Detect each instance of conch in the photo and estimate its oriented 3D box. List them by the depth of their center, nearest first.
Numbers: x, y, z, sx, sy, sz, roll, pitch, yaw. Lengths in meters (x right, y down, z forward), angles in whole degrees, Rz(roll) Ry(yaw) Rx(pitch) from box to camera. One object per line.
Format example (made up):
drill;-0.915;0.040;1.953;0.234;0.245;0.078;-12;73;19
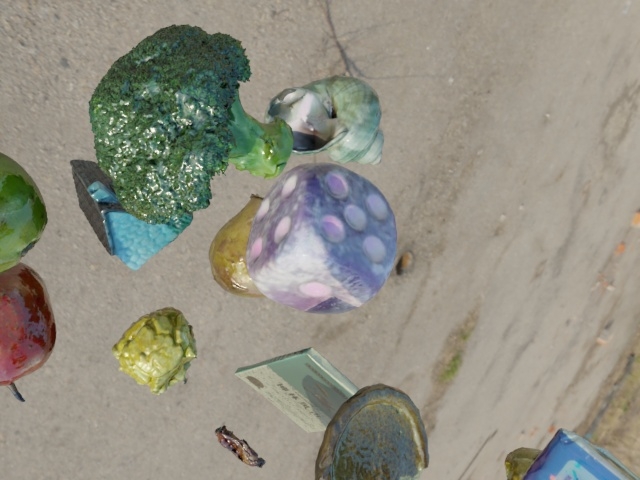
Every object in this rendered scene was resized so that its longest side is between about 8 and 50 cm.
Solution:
conch;0.024;-0.241;1.248;0.277;0.195;0.220;31;53;-28

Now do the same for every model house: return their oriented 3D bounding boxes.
model house;-0.489;-0.116;1.497;0.226;0.261;0.241;-43;144;-4

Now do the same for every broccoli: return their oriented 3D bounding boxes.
broccoli;-0.178;-0.150;0.875;0.297;0.297;0.297;18;103;-34

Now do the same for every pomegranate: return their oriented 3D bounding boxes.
pomegranate;-0.512;-0.048;0.853;0.159;0.190;0.240;-66;155;-51

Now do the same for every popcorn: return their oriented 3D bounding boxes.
popcorn;-0.440;0.305;1.692;0.249;0.225;0.249;-39;176;-3

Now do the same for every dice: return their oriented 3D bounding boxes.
dice;0.000;0.000;1.441;0.270;0.270;0.271;25;53;-26

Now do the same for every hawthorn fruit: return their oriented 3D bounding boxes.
hawthorn fruit;-0.671;0.202;1.273;0.254;0.254;0.300;-29;113;-34

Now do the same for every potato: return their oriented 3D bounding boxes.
potato;-0.170;0.058;1.712;0.237;0.289;0.300;-47;127;-23

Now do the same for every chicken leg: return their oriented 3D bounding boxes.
chicken leg;-0.087;0.236;0.688;0.083;0.036;0.021;46;68;-24

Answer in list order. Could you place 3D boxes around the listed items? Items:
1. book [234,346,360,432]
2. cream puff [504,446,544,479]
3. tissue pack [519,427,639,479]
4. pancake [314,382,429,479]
book;-0.027;0.364;1.451;0.264;0.379;0.031;42;57;-12
cream puff;0.389;0.431;0.951;0.196;0.244;0.244;-58;167;-70
tissue pack;0.218;0.328;0.508;0.263;0.198;0.146;-54;137;3
pancake;0.096;0.394;1.048;0.288;0.033;0.285;-2;81;-44
